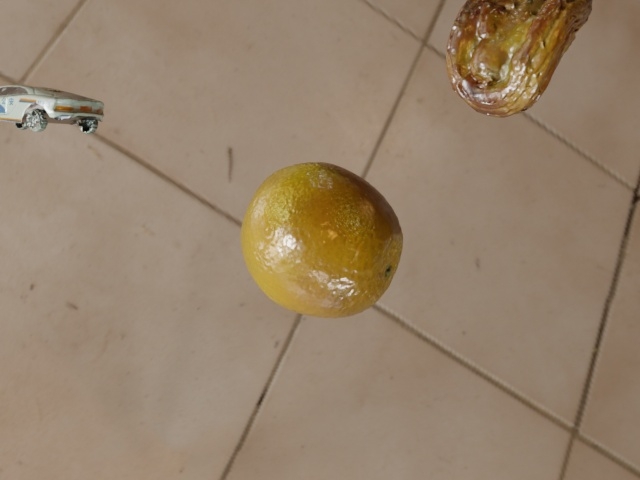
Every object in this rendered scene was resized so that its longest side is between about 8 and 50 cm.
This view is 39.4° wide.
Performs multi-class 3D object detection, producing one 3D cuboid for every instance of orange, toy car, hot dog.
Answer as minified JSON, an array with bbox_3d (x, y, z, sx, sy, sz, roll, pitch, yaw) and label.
[{"bbox_3d":[0.000,0.000,1.281,0.236,0.236,0.236,9,67,-23],"label":"orange"},{"bbox_3d":[-0.355,-0.159,1.082,0.095,0.205,0.056,-8,105,-59],"label":"toy car"},{"bbox_3d":[0.163,-0.169,0.728,0.147,0.099,0.065,-55,140,-19],"label":"hot dog"}]
